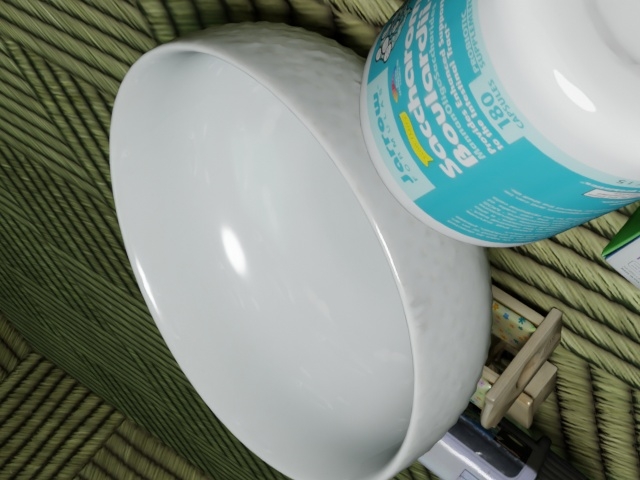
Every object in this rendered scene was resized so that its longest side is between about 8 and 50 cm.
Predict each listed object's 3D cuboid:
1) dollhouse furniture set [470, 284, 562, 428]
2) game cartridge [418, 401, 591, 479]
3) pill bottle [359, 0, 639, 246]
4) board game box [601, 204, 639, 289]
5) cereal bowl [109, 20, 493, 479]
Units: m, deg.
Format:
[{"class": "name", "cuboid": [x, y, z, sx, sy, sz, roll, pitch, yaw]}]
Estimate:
[{"class": "dollhouse furniture set", "cuboid": [0.093, 0.082, 1.155, 0.182, 0.101, 0.161, 33, 161, 22]}, {"class": "game cartridge", "cuboid": [0.087, 0.136, 1.237, 0.355, 0.068, 0.230, 37, -178, 10]}, {"class": "pill bottle", "cuboid": [0.106, -0.078, 0.670, 0.146, 0.146, 0.264, 42, 162, -4]}, {"class": "board game box", "cuboid": [0.296, 0.025, 0.660, 0.242, 0.064, 0.316, 40, 163, 1]}, {"class": "cereal bowl", "cuboid": [0.000, 0.000, 0.995, 0.339, 0.141, 0.339, 34, 136, 40]}]
